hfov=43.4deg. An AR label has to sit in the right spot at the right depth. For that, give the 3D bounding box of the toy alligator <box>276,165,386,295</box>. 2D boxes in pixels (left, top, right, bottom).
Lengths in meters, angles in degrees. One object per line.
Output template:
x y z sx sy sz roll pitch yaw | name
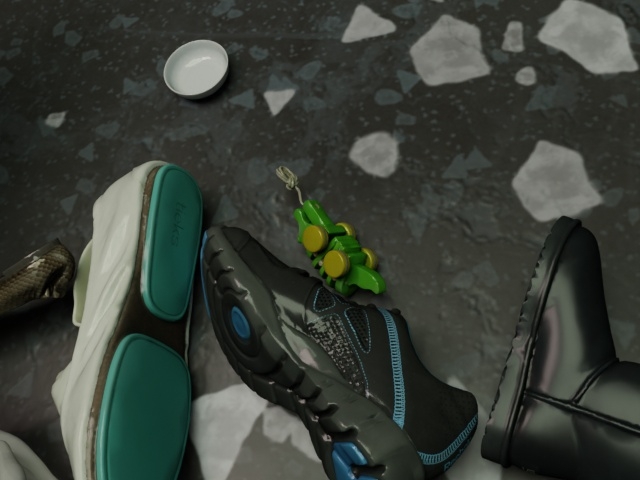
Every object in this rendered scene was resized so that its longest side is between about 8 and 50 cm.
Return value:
0.000 0.000 0.853 0.190 0.056 0.051 50 123 27 | toy alligator

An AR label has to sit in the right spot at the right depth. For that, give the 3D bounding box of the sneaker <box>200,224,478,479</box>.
0.003 0.102 0.783 0.139 0.125 0.341 -25 57 -29 | sneaker

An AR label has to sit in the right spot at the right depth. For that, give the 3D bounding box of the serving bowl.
-0.151 -0.207 0.999 0.083 0.027 0.083 -5 63 10 | serving bowl

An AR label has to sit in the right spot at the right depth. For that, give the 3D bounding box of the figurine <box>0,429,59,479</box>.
-0.338 0.238 0.749 0.209 0.092 0.215 37 113 31 | figurine

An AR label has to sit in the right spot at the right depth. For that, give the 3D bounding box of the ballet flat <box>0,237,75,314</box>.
-0.364 0.082 0.868 0.249 0.084 0.058 -32 101 10 | ballet flat

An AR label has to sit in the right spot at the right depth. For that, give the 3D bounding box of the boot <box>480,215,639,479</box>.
0.274 0.115 0.706 0.207 0.094 0.247 15 75 23 | boot

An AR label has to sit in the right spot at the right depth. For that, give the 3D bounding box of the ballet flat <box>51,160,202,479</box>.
-0.202 0.103 0.817 0.139 0.139 0.401 -5 59 10 | ballet flat
